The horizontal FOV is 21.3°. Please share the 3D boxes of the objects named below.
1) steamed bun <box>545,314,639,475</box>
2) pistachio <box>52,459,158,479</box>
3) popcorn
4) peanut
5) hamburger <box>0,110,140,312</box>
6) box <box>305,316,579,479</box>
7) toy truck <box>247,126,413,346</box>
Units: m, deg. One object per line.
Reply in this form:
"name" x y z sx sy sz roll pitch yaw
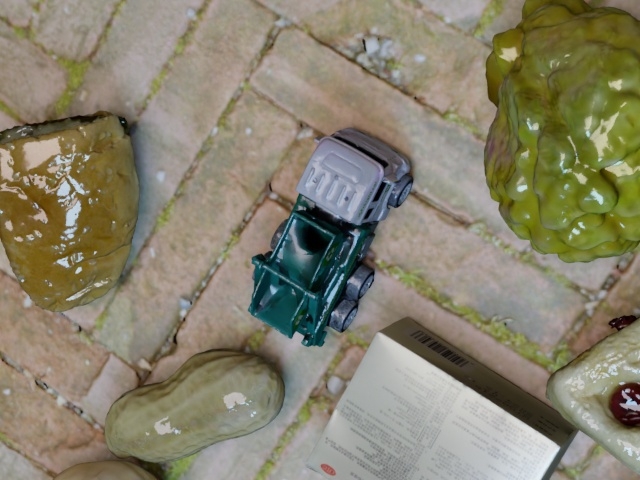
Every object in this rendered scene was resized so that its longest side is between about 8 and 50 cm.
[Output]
"steamed bun" 0.317 0.126 1.567 0.172 0.141 0.155 35 102 16
"pistachio" -0.238 0.313 1.802 0.200 0.117 0.145 -50 64 32
"popcorn" 0.254 -0.107 1.529 0.212 0.259 0.259 9 101 -6
"peanut" -0.135 0.173 1.760 0.214 0.090 0.099 -24 81 20
"hamburger" -0.262 -0.025 1.759 0.155 0.135 0.208 -4 97 22
"box" 0.119 0.203 1.669 0.212 0.095 0.168 32 105 14
"toy truck" 0.000 0.000 1.675 0.110 0.116 0.216 31 106 14
